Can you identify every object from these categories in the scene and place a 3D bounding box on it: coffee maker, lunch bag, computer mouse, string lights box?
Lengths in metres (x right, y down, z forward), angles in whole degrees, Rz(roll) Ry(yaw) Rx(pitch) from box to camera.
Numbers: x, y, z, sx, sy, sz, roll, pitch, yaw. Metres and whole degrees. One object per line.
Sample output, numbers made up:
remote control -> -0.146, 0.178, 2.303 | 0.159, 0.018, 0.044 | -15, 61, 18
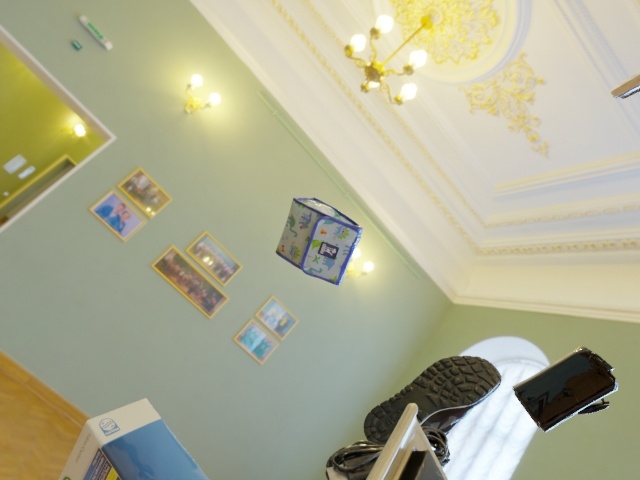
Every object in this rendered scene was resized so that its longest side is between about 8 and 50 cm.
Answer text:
coffee maker -> 0.504, 0.305, 0.885 | 0.171, 0.178, 0.120 | 48, 9, -39
lunch bag -> 0.000, 0.000, 0.832 | 0.151, 0.128, 0.096 | 31, 22, 26
computer mouse -> 0.120, 0.387, 0.518 | 0.072, 0.189, 0.272 | 125, -42, -61
string lights box -> -0.157, 0.307, 0.423 | 0.260, 0.133, 0.077 | 37, 17, 24

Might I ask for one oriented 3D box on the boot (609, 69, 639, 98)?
boot -> 0.598, -0.269, 0.694 | 0.086, 0.069, 0.190 | 57, -38, -4

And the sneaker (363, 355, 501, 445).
sneaker -> 0.225, 0.333, 0.830 | 0.124, 0.283, 0.107 | 64, -3, -37

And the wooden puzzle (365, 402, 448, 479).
wooden puzzle -> 0.096, 0.309, 0.375 | 0.044, 0.221, 0.238 | -20, -84, 35
